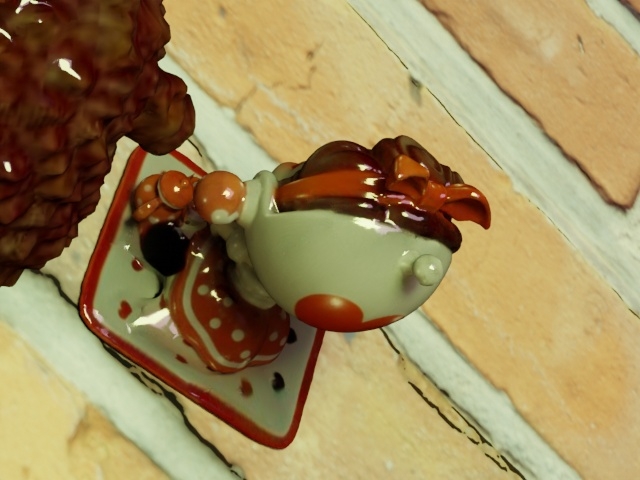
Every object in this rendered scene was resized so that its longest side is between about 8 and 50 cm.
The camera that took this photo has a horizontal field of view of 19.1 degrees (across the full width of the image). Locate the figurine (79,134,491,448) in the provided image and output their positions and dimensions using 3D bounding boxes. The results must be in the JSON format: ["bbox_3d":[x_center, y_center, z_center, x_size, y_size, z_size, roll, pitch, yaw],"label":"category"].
[{"bbox_3d":[0.000,0.000,1.176,0.183,0.226,0.160,35,51,-26],"label":"figurine"}]

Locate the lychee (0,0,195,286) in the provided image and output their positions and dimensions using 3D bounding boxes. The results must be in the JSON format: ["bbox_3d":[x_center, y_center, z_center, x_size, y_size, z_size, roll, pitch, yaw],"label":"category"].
[{"bbox_3d":[-0.215,-0.116,0.990,0.330,0.306,0.306,18,57,-16],"label":"lychee"}]
